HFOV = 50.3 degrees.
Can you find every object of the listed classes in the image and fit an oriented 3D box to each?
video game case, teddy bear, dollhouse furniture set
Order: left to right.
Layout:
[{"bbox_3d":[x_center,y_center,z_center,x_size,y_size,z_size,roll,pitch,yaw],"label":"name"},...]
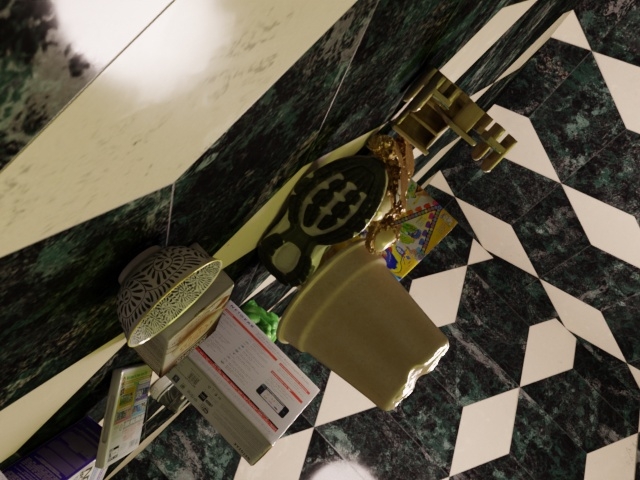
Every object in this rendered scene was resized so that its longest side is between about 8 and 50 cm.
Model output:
[{"bbox_3d":[-0.408,0.359,1.435,0.212,0.023,0.193,58,41,-83],"label":"video game case"},{"bbox_3d":[0.138,-0.119,1.579,0.245,0.113,0.338,61,32,-52],"label":"teddy bear"},{"bbox_3d":[0.258,-0.246,1.456,0.161,0.212,0.242,-48,-161,17],"label":"dollhouse furniture set"}]

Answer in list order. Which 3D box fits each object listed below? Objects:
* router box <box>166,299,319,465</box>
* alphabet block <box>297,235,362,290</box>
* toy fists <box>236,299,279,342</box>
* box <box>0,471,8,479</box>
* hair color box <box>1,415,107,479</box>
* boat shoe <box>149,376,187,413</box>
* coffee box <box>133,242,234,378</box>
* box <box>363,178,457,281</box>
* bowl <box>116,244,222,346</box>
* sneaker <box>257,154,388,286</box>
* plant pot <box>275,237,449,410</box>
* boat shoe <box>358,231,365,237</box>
[{"bbox_3d":[-0.192,0.325,1.634,0.082,0.335,0.301,-49,172,23],"label":"router box"},{"bbox_3d":[0.011,0.055,1.864,0.193,0.192,0.197,-45,175,-12],"label":"alphabet block"},{"bbox_3d":[-0.195,0.253,2.004,0.096,0.142,0.279,-46,174,9],"label":"toy fists"},{"bbox_3d":[-0.354,0.297,0.704,0.087,0.290,0.169,-42,173,-24],"label":"box"},{"bbox_3d":[-0.570,0.515,1.361,0.185,0.110,0.339,-62,165,23],"label":"hair color box"},{"bbox_3d":[-0.347,0.386,1.996,0.335,0.119,0.121,-38,171,-43],"label":"boat shoe"},{"bbox_3d":[-0.241,0.124,1.144,0.141,0.098,0.246,-41,172,-27],"label":"coffee box"},{"bbox_3d":[0.229,-0.052,2.123,0.177,0.279,0.290,-43,172,-18],"label":"box"},{"bbox_3d":[-0.224,0.059,0.939,0.170,0.080,0.170,-44,174,-6],"label":"bowl"},{"bbox_3d":[0.013,-0.070,1.428,0.410,0.158,0.182,-42,-173,46],"label":"sneaker"},{"bbox_3d":[0.120,0.216,1.600,0.334,0.305,0.334,-41,161,-18],"label":"plant pot"},{"bbox_3d":[0.040,0.038,2.085,0.228,0.068,0.081,-46,180,-4],"label":"boat shoe"}]
